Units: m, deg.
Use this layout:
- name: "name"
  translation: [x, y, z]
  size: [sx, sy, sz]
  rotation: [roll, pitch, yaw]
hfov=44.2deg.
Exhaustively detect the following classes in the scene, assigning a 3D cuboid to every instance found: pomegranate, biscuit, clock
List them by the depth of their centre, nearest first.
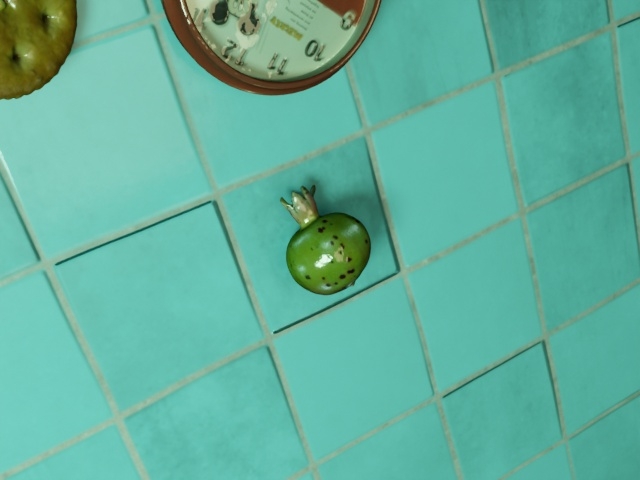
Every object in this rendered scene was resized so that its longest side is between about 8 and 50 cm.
- name: "biscuit"
  translation: [-0.370, -0.264, 0.870]
  size: [0.220, 0.066, 0.220]
  rotation: [-20, 114, -54]
- name: "clock"
  translation: [-0.059, -0.351, 1.036]
  size: [0.318, 0.080, 0.318]
  rotation: [-10, 113, -24]
- name: "pomegranate"
  translation: [-0.002, 0.004, 1.150]
  size: [0.129, 0.159, 0.129]
  rotation: [-40, 162, -16]
